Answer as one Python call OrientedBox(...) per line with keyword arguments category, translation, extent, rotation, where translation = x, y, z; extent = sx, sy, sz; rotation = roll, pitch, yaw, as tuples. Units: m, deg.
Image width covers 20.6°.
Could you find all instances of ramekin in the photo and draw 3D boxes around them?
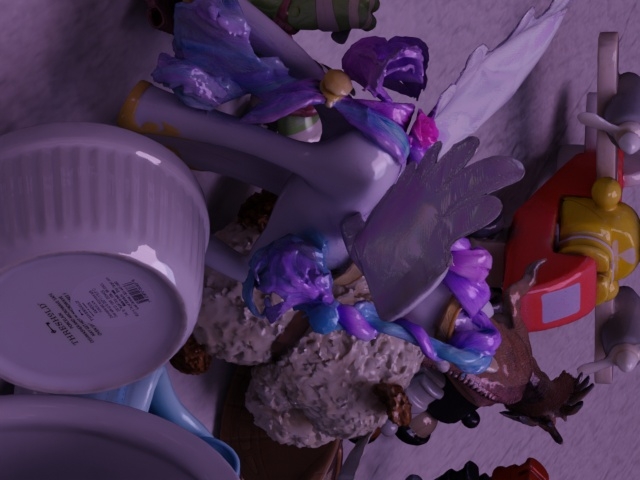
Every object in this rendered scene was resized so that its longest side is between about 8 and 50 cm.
OrientedBox(category="ramekin", translation=(-0.183, 0.022, 1.300), extent=(0.207, 0.207, 0.109), rotation=(72, 7, -47))

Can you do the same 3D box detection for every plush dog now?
OrientedBox(category="plush dog", translation=(-0.023, 0.074, 1.598), extent=(0.262, 0.225, 0.210), rotation=(-55, -166, 14))

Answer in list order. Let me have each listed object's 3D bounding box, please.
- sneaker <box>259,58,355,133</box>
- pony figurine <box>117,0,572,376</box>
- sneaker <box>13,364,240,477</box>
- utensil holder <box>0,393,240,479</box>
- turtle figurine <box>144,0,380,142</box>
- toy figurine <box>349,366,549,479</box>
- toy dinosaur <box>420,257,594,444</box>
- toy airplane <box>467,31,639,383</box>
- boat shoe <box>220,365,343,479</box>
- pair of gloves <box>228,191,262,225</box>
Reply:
OrientedBox(category="sneaker", translation=(-0.026, -0.117, 1.701), extent=(0.170, 0.068, 0.071), rotation=(-50, 177, -47))
OrientedBox(category="pony figurine", translation=(0.030, -0.057, 1.380), extent=(0.303, 0.363, 0.351), rotation=(-59, 177, -40))
OrientedBox(category="sneaker", translation=(-0.129, 0.240, 1.519), extent=(0.366, 0.150, 0.135), rotation=(64, 34, -38))
OrientedBox(category="utensil holder", translation=(-0.225, 0.361, 1.316), extent=(0.327, 0.327, 0.385), rotation=(-31, 133, -52))
OrientedBox(category="turtle figurine", translation=(-0.006, -0.212, 1.527), extent=(0.274, 0.198, 0.266), rotation=(-51, 146, -29))
OrientedBox(category="toy figurine", translation=(0.135, 0.246, 2.013), extent=(0.209, 0.148, 0.213), rotation=(2, 58, -56))
OrientedBox(category="toy dinosaur", translation=(0.197, 0.141, 1.945), extent=(0.296, 0.127, 0.200), rotation=(-7, 72, -53))
OrientedBox(category="toy airplane", translation=(0.367, -0.025, 2.210), extent=(0.386, 0.272, 0.384), rotation=(34, 73, -59))
OrientedBox(category="boat shoe", translation=(-0.034, 0.225, 1.815), extent=(0.123, 0.123, 0.342), rotation=(-59, 154, -73))
OrientedBox(category="pair of gloves", translation=(0.000, 0.000, 1.719), extent=(0.204, 0.042, 0.240), rotation=(-45, 151, 11))
